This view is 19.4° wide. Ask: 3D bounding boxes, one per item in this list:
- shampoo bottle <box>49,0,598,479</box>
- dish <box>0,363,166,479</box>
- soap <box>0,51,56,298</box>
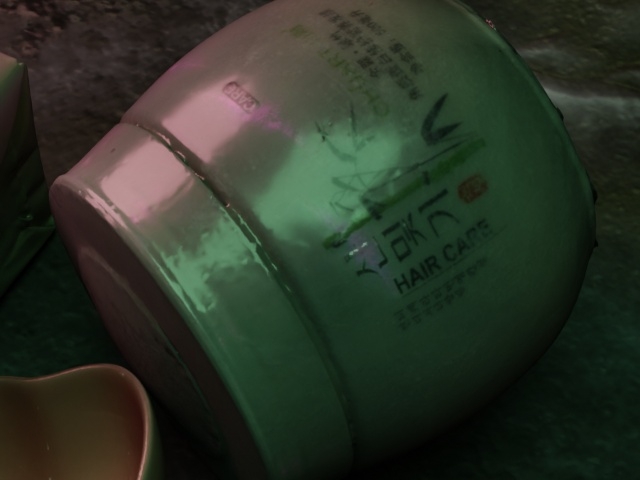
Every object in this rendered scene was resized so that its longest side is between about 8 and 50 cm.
[{"bbox_3d":[0.000,0.000,1.105,0.266,0.273,0.273,-34,65,-19],"label":"shampoo bottle"},{"bbox_3d":[-0.173,0.173,1.067,0.213,0.090,0.213,-16,37,12],"label":"dish"},{"bbox_3d":[-0.285,-0.053,1.177,0.199,0.182,0.138,26,60,14],"label":"soap"}]
